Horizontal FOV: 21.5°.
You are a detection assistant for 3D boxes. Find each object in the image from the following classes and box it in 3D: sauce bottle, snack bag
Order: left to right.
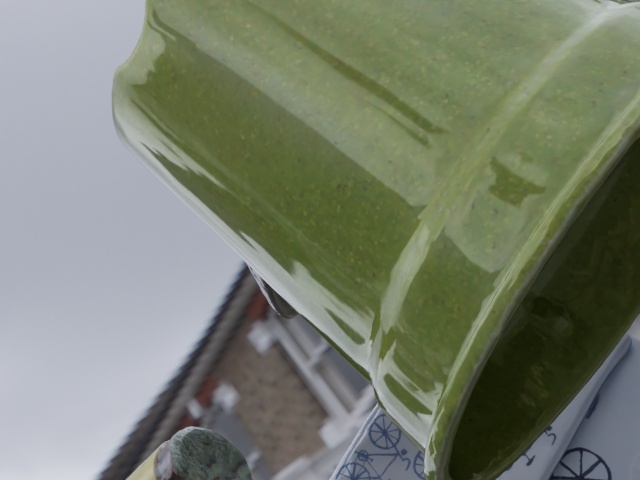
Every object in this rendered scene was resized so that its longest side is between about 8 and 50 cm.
[{"bbox_3d":[-0.210,0.332,1.818,0.111,0.111,0.344,-1,-36,-51],"label":"sauce bottle"},{"bbox_3d":[0.220,0.205,1.580,0.323,0.342,0.037,-54,-1,-26],"label":"snack bag"}]

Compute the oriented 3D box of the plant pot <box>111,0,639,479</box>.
[{"bbox_3d":[0.043,-0.052,0.853,0.276,0.254,0.276,-47,-21,-24],"label":"plant pot"}]

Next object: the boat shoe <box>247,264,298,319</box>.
[{"bbox_3d":[0.000,0.000,1.524,0.116,0.123,0.324,-32,-12,7],"label":"boat shoe"}]
